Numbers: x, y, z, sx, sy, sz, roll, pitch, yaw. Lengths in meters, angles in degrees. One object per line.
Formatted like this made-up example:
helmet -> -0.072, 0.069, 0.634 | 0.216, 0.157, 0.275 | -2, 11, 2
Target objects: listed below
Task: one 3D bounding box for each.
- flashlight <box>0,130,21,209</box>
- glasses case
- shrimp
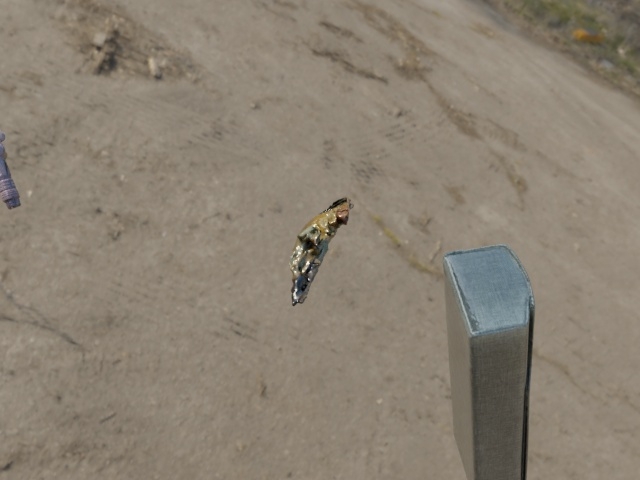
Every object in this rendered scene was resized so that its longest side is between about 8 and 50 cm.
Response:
flashlight -> -0.449, -0.097, 1.127 | 0.031, 0.052, 0.110 | -36, 105, -84
glasses case -> 0.115, 0.098, 0.540 | 0.047, 0.205, 0.071 | -10, 43, 1
shrimp -> -0.009, 0.003, 1.312 | 0.066, 0.117, 0.262 | 33, 29, -11
